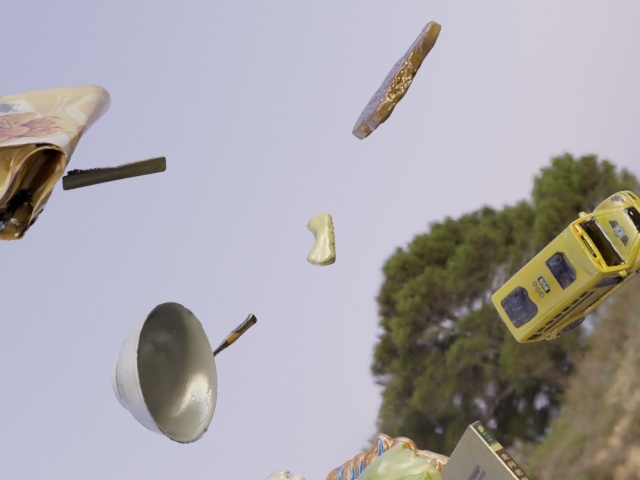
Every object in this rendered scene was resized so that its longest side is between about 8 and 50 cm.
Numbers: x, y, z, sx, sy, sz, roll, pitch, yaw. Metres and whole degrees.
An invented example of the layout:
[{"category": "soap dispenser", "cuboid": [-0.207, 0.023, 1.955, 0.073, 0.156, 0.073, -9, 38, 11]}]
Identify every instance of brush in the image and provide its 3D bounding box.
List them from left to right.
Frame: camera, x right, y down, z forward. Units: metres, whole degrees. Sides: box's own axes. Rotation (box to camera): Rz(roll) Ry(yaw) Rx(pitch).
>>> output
[{"category": "brush", "cuboid": [-0.371, -0.124, 1.908, 0.190, 0.027, 0.034, -13, -52, -21]}]

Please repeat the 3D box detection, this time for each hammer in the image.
[{"category": "hammer", "cuboid": [-0.195, 0.217, 2.241, 0.201, 0.021, 0.078, -40, -52, -48]}]

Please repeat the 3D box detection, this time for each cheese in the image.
[{"category": "cheese", "cuboid": [0.000, 0.000, 1.518, 0.030, 0.044, 0.083, 69, -167, -56]}]

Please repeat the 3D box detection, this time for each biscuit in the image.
[{"category": "biscuit", "cuboid": [0.163, -0.335, 2.272, 0.320, 0.047, 0.183, -56, 11, 25]}, {"category": "biscuit", "cuboid": [0.136, 0.424, 1.837, 0.043, 0.280, 0.183, -9, -87, -71]}]

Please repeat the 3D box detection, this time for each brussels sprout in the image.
[{"category": "brussels sprout", "cuboid": [0.086, 0.317, 1.211, 0.122, 0.149, 0.152, -25, -67, -24]}]

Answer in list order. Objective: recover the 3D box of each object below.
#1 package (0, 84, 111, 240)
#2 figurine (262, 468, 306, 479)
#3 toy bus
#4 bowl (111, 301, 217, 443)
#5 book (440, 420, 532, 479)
[{"category": "package", "cuboid": [-0.484, -0.138, 1.811, 0.311, 0.221, 0.165, -89, -6, -64]}, {"category": "figurine", "cuboid": [-0.039, 0.567, 2.207, 0.145, 0.256, 0.182, -63, -35, -9]}, {"category": "toy bus", "cuboid": [0.477, 0.056, 1.976, 0.151, 0.145, 0.331, -8, -30, -42]}, {"category": "bowl", "cuboid": [-0.220, 0.181, 1.413, 0.189, 0.086, 0.189, 41, -138, -51]}, {"category": "book", "cuboid": [0.236, 0.362, 1.336, 0.026, 0.231, 0.161, -14, -40, -38]}]
